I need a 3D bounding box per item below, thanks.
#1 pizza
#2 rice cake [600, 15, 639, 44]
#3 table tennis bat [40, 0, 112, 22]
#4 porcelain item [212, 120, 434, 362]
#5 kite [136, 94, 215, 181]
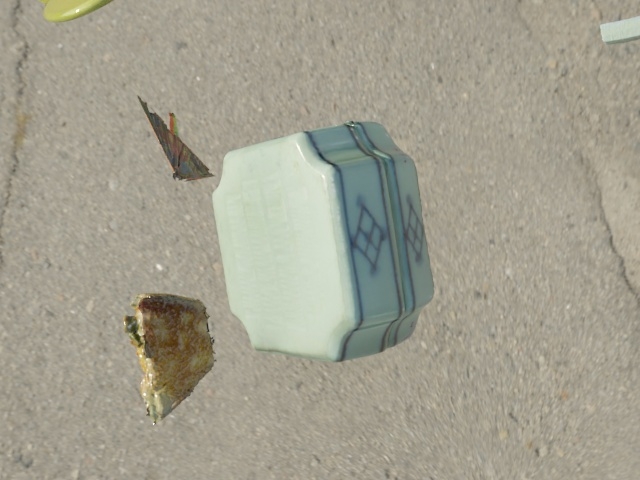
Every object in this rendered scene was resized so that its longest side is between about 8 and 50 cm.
[{"bbox_3d":[-0.259,0.196,1.458,0.147,0.069,0.226,-11,81,-24],"label":"pizza"},{"bbox_3d":[0.520,-0.337,1.266,0.180,0.030,0.042,-10,78,25],"label":"rice cake"},{"bbox_3d":[-0.369,-0.411,1.321,0.369,0.054,0.224,12,55,46],"label":"table tennis bat"},{"bbox_3d":[0.000,0.000,1.059,0.157,0.281,0.286,-12,93,-35],"label":"porcelain item"},{"bbox_3d":[-0.260,-0.165,1.520,0.014,0.241,0.183,-27,50,17],"label":"kite"}]
